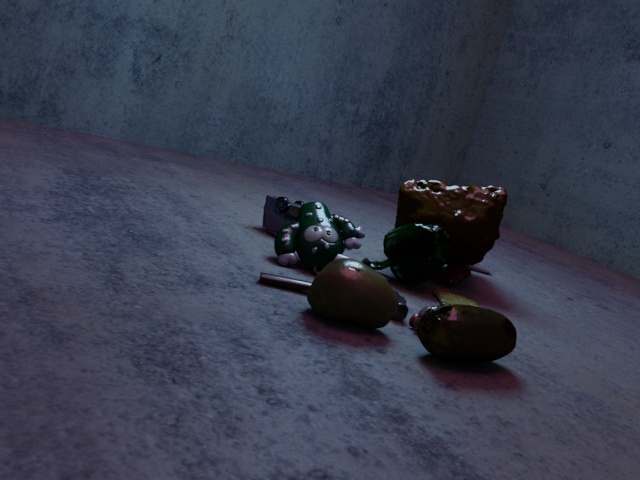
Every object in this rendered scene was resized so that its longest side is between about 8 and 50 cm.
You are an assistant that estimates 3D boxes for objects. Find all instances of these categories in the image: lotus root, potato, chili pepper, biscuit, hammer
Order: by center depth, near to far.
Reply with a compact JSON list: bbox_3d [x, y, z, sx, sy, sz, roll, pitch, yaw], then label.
[{"bbox_3d":[0.314,0.200,1.232,0.241,0.123,0.124,13,-4,-25],"label":"lotus root"},{"bbox_3d":[0.075,0.122,1.278,0.194,0.157,0.157,30,14,7],"label":"potato"},{"bbox_3d":[0.031,0.124,1.417,0.365,0.043,0.111,13,13,-6],"label":"hammer"},{"bbox_3d":[0.397,0.187,1.625,0.139,0.016,0.231,14,12,-7],"label":"biscuit"},{"bbox_3d":[0.255,0.038,1.742,0.261,0.174,0.165,-19,13,40],"label":"chili pepper"},{"bbox_3d":[0.434,0.116,1.890,0.088,0.065,0.169,1,10,24],"label":"chili pepper"},{"bbox_3d":[0.410,-0.043,1.920,0.342,0.166,0.395,7,-22,9],"label":"biscuit"}]

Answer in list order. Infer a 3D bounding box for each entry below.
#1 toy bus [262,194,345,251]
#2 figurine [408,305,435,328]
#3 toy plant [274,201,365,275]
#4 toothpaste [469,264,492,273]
[{"bbox_3d":[-0.053,-0.048,1.853,0.317,0.138,0.112,24,10,38],"label":"toy bus"},{"bbox_3d":[0.255,0.186,1.349,0.083,0.067,0.071,-8,1,-24],"label":"figurine"},{"bbox_3d":[-0.005,0.001,1.637,0.232,0.113,0.243,19,52,9],"label":"toy plant"},{"bbox_3d":[0.559,0.089,2.201,0.194,0.043,0.067,18,9,-12],"label":"toothpaste"}]
